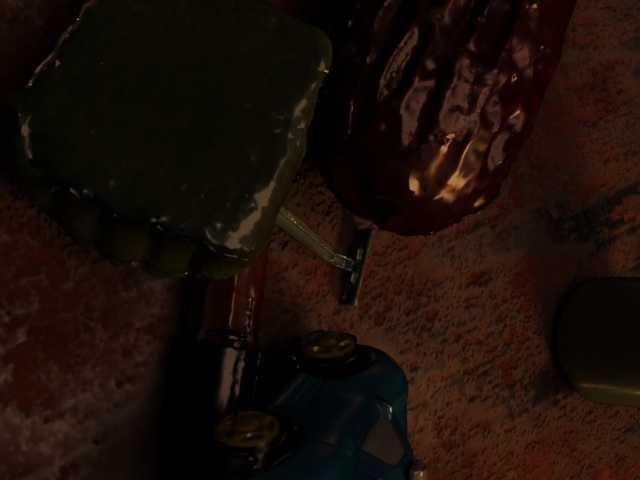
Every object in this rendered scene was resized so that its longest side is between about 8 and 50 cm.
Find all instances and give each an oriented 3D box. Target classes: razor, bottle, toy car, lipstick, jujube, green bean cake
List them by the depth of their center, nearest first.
[{"bbox_3d":[-0.121,-0.094,0.774,0.222,0.125,0.227,25,67,-6],"label":"green bean cake"},{"bbox_3d":[0.018,0.209,0.837,0.314,0.165,0.198,-37,132,-60],"label":"toy car"},{"bbox_3d":[-0.082,0.042,0.872,0.077,0.077,0.419,14,78,-38],"label":"lipstick"},{"bbox_3d":[-0.007,-0.001,0.923,0.211,0.035,0.084,34,65,-59],"label":"razor"},{"bbox_3d":[0.119,-0.188,0.954,0.258,0.258,0.377,42,70,-30],"label":"jujube"},{"bbox_3d":[0.458,0.121,1.136,0.168,0.347,0.169,3,85,-38],"label":"bottle"}]
